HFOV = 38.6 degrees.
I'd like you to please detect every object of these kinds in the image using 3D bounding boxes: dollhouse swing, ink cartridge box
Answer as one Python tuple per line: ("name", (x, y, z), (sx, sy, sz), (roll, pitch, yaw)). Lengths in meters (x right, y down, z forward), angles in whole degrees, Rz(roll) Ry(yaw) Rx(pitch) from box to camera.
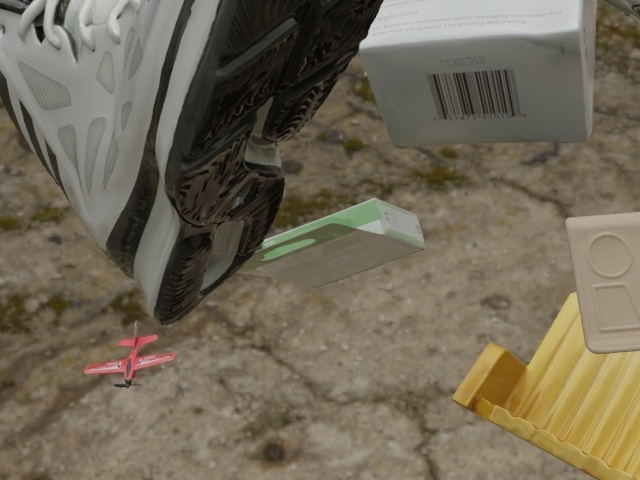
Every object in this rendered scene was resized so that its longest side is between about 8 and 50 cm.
("dollhouse swing", (0.454, 0.214, 1.418), (0.346, 0.305, 0.315), (26, -6, 29))
("ink cartridge box", (0.000, 0.000, 1.091), (0.171, 0.056, 0.235), (-21, -20, 27))

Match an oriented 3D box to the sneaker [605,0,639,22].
("sneaker", (0.232, -0.152, 0.579), (0.085, 0.086, 0.237), (-5, 21, -15))

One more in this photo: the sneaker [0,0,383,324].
("sneaker", (-0.126, -0.138, 0.583), (0.257, 0.447, 0.169), (42, 54, 9))

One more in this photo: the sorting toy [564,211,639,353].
("sorting toy", (0.461, 0.058, 1.322), (0.192, 0.038, 0.208), (-4, 71, -4))

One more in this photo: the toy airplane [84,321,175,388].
("toy airplane", (-0.307, 0.189, 1.486), (0.151, 0.028, 0.151), (-7, 35, 5))

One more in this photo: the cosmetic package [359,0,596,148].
("cosmetic package", (0.186, -0.294, 0.979), (0.217, 0.156, 0.385), (1, 54, 21))
